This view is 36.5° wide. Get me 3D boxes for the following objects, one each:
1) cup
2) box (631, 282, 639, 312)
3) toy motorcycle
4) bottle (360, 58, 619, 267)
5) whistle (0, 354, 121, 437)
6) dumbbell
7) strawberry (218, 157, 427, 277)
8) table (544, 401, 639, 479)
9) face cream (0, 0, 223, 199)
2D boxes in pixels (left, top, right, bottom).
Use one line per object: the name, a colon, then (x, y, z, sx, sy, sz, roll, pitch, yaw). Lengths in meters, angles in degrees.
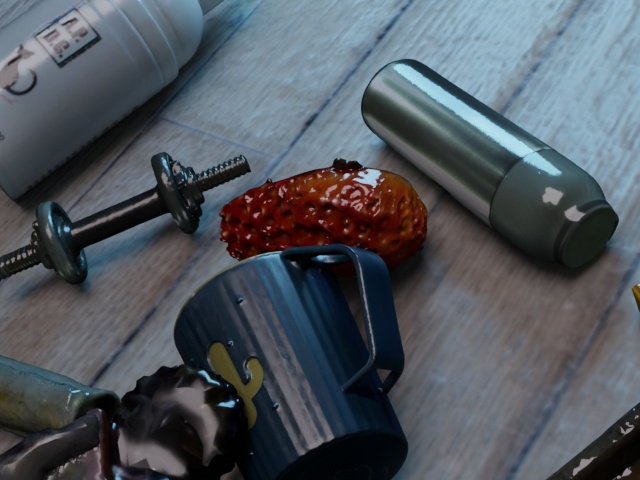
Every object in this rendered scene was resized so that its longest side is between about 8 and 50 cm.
cup: (-0.007, 0.092, 0.679, 0.176, 0.131, 0.155, -50, 48, 27)
box: (0.364, 0.032, 0.637, 0.269, 0.043, 0.152, -25, 38, 7)
toy motorcycle: (-0.199, 0.249, 0.605, 0.401, 0.134, 0.207, -30, 58, 4)
bottle: (0.137, -0.069, 0.808, 0.096, 0.080, 0.253, -5, 35, -37)
whistle: (-0.311, 0.114, 0.826, 0.326, 0.068, 0.057, 11, 23, 28)
dumbbell: (-0.182, -0.020, 0.879, 0.253, 0.082, 0.082, -23, 48, 0)
strawberry: (0.000, 0.000, 0.788, 0.188, 0.121, 0.082, -12, 60, 31)
table: (0.172, 0.217, 0.477, 0.172, 0.193, 0.169, -37, 49, -10)
face cream: (-0.215, -0.210, 1.000, 0.369, 0.145, 0.145, -41, 50, -13)
